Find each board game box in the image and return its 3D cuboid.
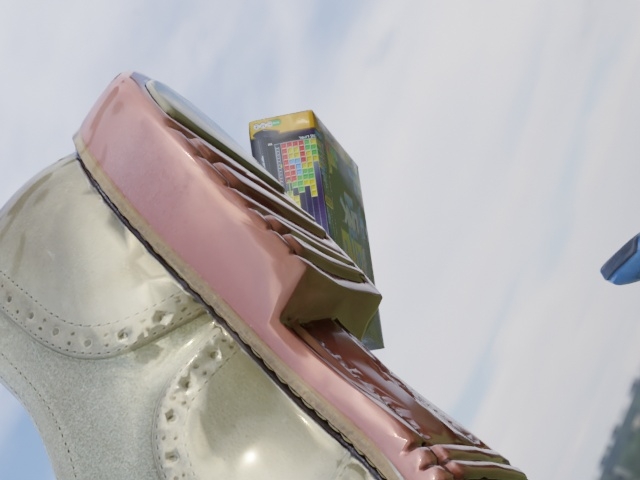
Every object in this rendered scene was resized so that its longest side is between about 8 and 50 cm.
[{"bbox_3d":[0.000,0.000,1.247,0.170,0.048,0.141,40,-140,-75],"label":"board game box"}]

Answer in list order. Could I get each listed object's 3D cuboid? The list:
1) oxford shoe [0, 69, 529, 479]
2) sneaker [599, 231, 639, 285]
[{"bbox_3d":[0.007,0.122,0.643,0.146,0.397,0.140,-43,-26,8],"label":"oxford shoe"},{"bbox_3d":[0.331,-0.008,1.481,0.209,0.082,0.069,-31,-3,1],"label":"sneaker"}]
